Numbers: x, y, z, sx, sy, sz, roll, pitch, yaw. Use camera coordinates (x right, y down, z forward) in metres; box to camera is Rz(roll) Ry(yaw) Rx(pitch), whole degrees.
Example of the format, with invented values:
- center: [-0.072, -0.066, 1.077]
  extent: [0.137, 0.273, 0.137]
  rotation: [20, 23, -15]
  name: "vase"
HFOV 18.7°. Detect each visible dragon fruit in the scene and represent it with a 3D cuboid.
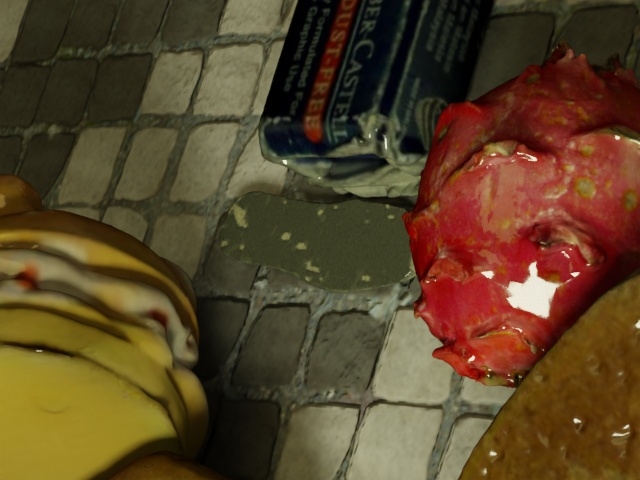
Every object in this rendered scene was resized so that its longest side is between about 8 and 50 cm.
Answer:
- center: [0.160, -0.023, 1.302]
  extent: [0.205, 0.210, 0.268]
  rotation: [1, 61, 26]
  name: "dragon fruit"

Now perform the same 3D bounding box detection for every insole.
- center: [0.000, 0.000, 1.591]
  extent: [0.248, 0.011, 0.081]
  rotation: [11, 75, 48]
  name: "insole"

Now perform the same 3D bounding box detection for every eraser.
- center: [0.064, -0.201, 1.574]
  extent: [0.155, 0.101, 0.332]
  rotation: [0, 69, 45]
  name: "eraser"

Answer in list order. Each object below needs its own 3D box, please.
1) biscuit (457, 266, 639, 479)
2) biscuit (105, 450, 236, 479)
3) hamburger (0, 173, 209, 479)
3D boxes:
- center: [0.228, 0.187, 1.138]
  extent: [0.314, 0.063, 0.367]
  rotation: [48, 118, 25]
  name: "biscuit"
- center: [-0.121, 0.335, 1.436]
  extent: [0.359, 0.046, 0.359]
  rotation: [-10, 75, 41]
  name: "biscuit"
- center: [-0.223, 0.093, 1.585]
  extent: [0.276, 0.276, 0.237]
  rotation: [-33, 35, 28]
  name: "hamburger"
